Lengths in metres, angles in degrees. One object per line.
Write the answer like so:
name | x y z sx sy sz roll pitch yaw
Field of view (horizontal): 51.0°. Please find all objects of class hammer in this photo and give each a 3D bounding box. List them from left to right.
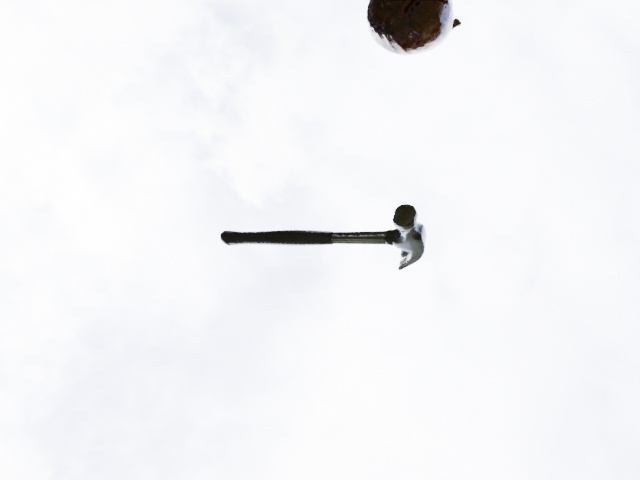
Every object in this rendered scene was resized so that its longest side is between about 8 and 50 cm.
hammer | 0.000 0.000 0.774 0.246 0.103 0.029 -1 -120 21

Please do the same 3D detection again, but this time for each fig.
fig | 0.107 -0.225 0.691 0.088 0.125 0.089 -8 -103 39
